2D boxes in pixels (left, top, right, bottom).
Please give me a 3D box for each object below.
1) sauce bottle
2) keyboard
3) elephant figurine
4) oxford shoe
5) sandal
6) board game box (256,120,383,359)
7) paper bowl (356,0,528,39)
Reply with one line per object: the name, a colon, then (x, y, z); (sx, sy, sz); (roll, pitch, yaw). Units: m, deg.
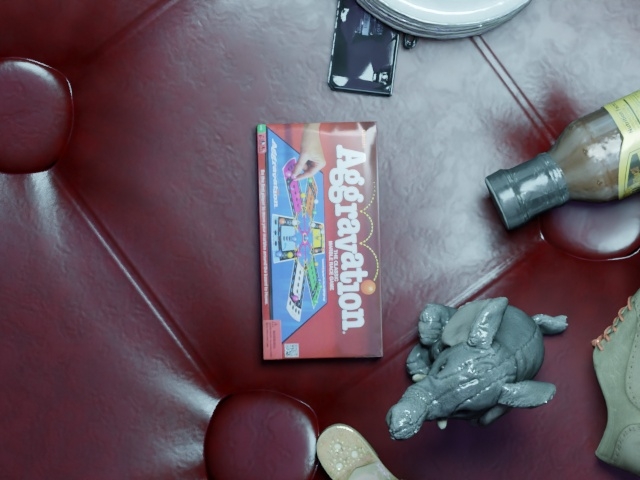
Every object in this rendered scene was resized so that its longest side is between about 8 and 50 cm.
sauce bottle: (0.360, -0.111, 1.727); (0.344, 0.111, 0.111); (-25, 91, 4)
keyboard: (0.073, -0.262, 1.773); (0.108, 0.023, 0.180); (8, 93, 7)
elephant figurine: (0.179, 0.148, 1.673); (0.169, 0.239, 0.186); (22, 92, 1)
oxford shoe: (0.369, 0.110, 1.707); (0.130, 0.123, 0.348); (7, 102, 27)
sandal: (0.085, 0.317, 1.762); (0.240, 0.079, 0.088); (45, 93, 0)
board game box: (0.000, 0.000, 1.781); (0.145, 0.027, 0.281); (-2, 92, 1)
paper bowl: (0.147, -0.379, 1.689); (0.284, 0.148, 0.284); (0, 86, -4)
